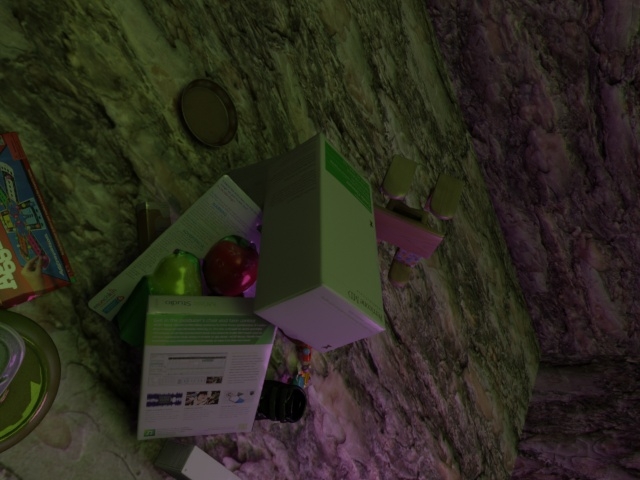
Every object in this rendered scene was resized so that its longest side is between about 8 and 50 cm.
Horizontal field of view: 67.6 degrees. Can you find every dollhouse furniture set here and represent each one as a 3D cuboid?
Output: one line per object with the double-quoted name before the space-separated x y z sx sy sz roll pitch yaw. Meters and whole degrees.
"dollhouse furniture set" 0.129 -0.032 1.322 0.393 0.362 0.257 23 55 3

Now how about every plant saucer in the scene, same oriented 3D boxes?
"plant saucer" -0.529 0.228 0.744 0.240 0.037 0.241 3 86 -46
"plant saucer" -0.274 -0.309 1.169 0.168 0.029 0.169 13 73 -48

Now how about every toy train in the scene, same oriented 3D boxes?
"toy train" -0.058 0.340 1.285 0.166 0.046 0.125 -42 132 -73

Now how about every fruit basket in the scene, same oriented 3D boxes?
"fruit basket" -0.216 0.091 0.970 0.353 0.165 0.327 -48 125 -5

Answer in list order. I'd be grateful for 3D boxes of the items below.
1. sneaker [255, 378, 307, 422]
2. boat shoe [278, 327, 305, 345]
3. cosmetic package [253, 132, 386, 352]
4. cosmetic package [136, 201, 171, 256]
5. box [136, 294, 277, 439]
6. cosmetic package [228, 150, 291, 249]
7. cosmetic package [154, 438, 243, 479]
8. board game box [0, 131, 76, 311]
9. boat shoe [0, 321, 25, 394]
"sneaker" -0.152 0.376 1.107 0.295 0.146 0.105 9 79 -48
"boat shoe" -0.086 0.146 1.263 0.096 0.098 0.277 -39 112 -45
"cosmetic package" 0.000 0.000 0.921 0.197 0.155 0.366 38 37 -40
"cosmetic package" -0.352 -0.022 1.016 0.060 0.041 0.115 -4 87 -51
"box" -0.219 0.246 0.910 0.232 0.058 0.322 4 121 -21
"cosmetic package" -0.146 -0.067 1.129 0.138 0.224 0.225 47 51 -34
"cosmetic package" -0.233 0.513 1.024 0.239 0.098 0.060 54 47 -31
"board game box" -0.537 -0.032 0.808 0.145 0.027 0.282 -29 106 -47
"boat shoe" -0.541 0.243 0.629 0.320 0.103 0.118 -43 113 -22
